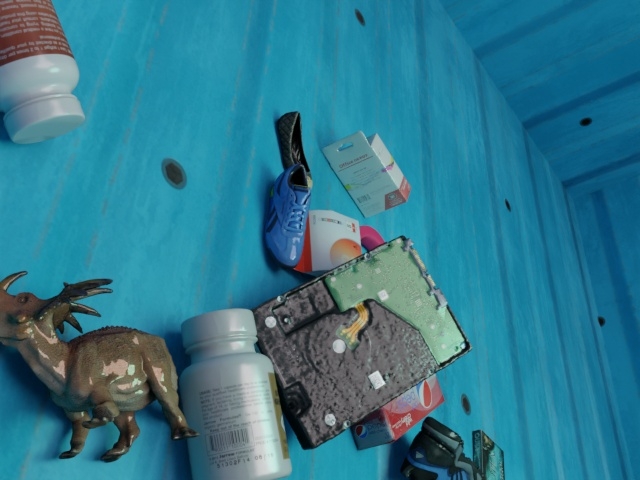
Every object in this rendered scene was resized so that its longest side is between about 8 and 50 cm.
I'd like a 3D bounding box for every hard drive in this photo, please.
[{"bbox_3d":[0.062,0.157,1.168,0.339,0.064,0.237,-26,83,-26],"label":"hard drive"}]

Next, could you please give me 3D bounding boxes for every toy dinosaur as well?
[{"bbox_3d":[-0.245,0.142,0.830,0.295,0.127,0.200,30,39,-54],"label":"toy dinosaur"}]

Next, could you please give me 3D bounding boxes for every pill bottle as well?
[{"bbox_3d":[-0.372,-0.235,0.863,0.121,0.121,0.216,-21,88,-60],"label":"pill bottle"},{"bbox_3d":[-0.122,0.216,0.960,0.131,0.131,0.229,13,60,-55],"label":"pill bottle"}]

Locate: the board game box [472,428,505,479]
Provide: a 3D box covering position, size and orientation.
[{"bbox_3d":[0.405,0.565,1.689,0.126,0.026,0.186,46,36,-34],"label":"board game box"}]

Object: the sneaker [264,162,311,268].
[{"bbox_3d":[-0.053,-0.050,1.279,0.069,0.082,0.209,18,52,-23],"label":"sneaker"}]

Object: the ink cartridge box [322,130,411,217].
[{"bbox_3d":[0.104,-0.160,1.589,0.198,0.115,0.067,55,33,-22],"label":"ink cartridge box"}]

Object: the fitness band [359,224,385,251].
[{"bbox_3d":[0.092,0.084,1.480,0.209,0.054,0.291,60,30,-9],"label":"fitness band"}]

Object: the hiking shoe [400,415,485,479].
[{"bbox_3d":[0.238,0.470,1.430,0.132,0.113,0.304,-47,134,-15],"label":"hiking shoe"}]

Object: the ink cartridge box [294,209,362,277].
[{"bbox_3d":[0.000,0.000,1.337,0.179,0.045,0.145,23,48,-33],"label":"ink cartridge box"}]

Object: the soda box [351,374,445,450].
[{"bbox_3d":[0.150,0.317,1.383,0.263,0.083,0.092,-10,80,-60],"label":"soda box"}]

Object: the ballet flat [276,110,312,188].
[{"bbox_3d":[-0.047,-0.179,1.423,0.057,0.049,0.173,1,70,-57],"label":"ballet flat"}]
